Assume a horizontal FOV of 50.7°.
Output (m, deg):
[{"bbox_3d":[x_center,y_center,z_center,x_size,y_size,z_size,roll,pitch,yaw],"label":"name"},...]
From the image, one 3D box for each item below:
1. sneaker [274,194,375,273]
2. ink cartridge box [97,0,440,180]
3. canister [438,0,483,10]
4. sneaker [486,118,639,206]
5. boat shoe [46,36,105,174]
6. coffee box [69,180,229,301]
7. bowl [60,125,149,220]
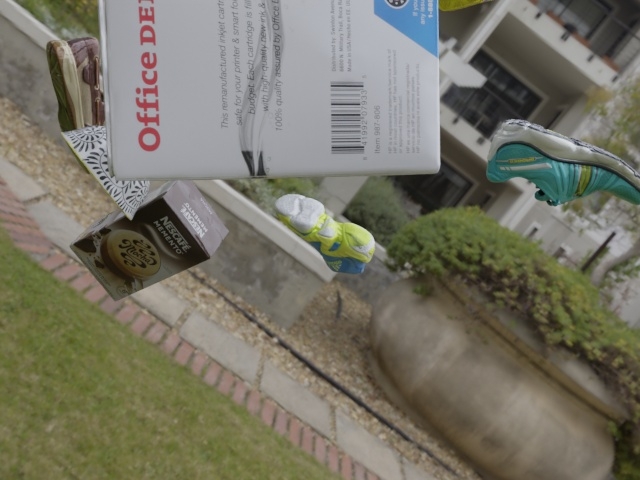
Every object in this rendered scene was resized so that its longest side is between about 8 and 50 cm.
[{"bbox_3d":[0.000,0.000,1.417,0.240,0.091,0.126,31,-39,24],"label":"sneaker"},{"bbox_3d":[-0.064,-0.220,0.844,0.395,0.285,0.166,-2,6,-15],"label":"ink cartridge box"},{"bbox_3d":[0.338,-0.527,1.394,0.126,0.170,0.073,7,-66,55],"label":"canister"},{"bbox_3d":[0.383,-0.104,1.053,0.276,0.109,0.107,16,19,-12],"label":"sneaker"},{"bbox_3d":[-0.523,-0.302,1.534,0.123,0.341,0.123,-25,50,-29],"label":"boat shoe"},{"bbox_3d":[-0.374,-0.003,1.477,0.168,0.297,0.118,56,30,-19],"label":"coffee box"},{"bbox_3d":[-0.318,-0.121,1.057,0.170,0.080,0.170,50,-10,12],"label":"bowl"}]
